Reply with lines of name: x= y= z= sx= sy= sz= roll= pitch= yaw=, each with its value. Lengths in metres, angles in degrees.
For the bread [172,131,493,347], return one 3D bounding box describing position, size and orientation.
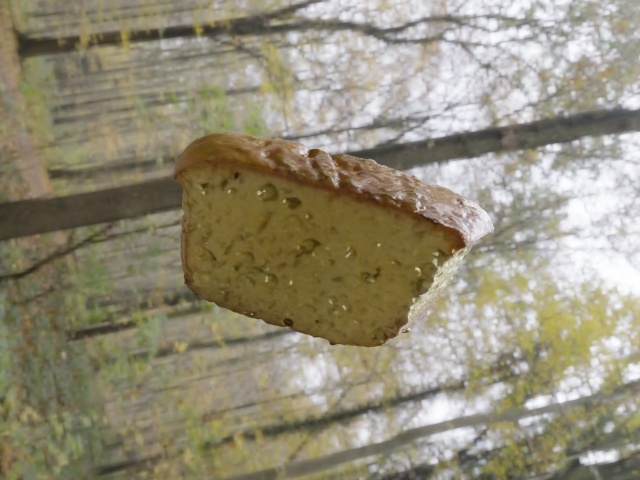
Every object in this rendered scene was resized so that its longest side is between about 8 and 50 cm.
bread: x=0.000 y=0.000 z=0.565 sx=0.065 sy=0.187 sz=0.103 roll=-63 pitch=170 yaw=-66
